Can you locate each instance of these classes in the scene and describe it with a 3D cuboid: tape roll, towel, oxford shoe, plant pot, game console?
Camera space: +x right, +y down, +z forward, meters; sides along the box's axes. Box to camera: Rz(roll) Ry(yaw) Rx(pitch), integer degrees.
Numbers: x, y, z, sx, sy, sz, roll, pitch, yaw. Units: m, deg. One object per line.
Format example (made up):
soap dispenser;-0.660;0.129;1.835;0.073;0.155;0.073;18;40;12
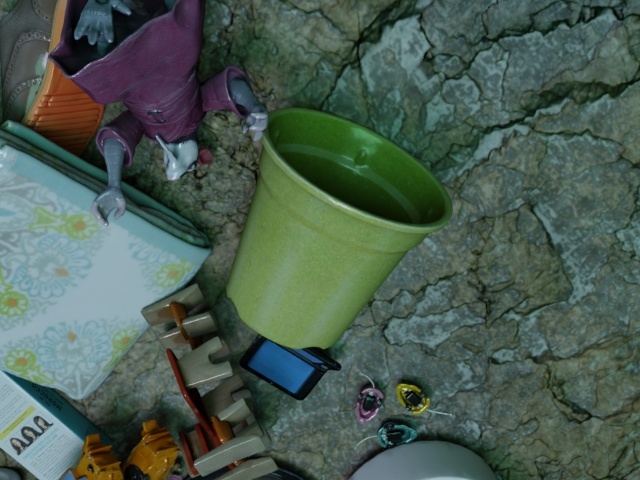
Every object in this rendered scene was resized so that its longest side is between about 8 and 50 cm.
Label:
tape roll;0.165;0.463;1.439;0.286;0.100;0.286;-4;113;-9
towel;-0.380;0.039;1.247;0.374;0.090;0.320;32;108;-37
oxford shoe;-0.369;-0.222;1.219;0.132;0.130;0.364;36;113;20
plant pot;0.000;0.000;1.234;0.276;0.276;0.254;22;117;-9
game console;-0.046;0.189;1.376;0.122;0.107;0.071;32;75;-13

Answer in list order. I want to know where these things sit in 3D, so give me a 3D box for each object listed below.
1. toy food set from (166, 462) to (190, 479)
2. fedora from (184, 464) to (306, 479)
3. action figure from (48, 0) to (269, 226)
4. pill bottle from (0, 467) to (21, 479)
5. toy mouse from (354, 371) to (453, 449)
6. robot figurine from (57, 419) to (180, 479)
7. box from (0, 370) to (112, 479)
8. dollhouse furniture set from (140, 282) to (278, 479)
toy food set;-0.240;0.391;1.422;0.019;0.078;0.122;29;95;-14
fedora;-0.128;0.519;1.434;0.334;0.152;0.334;-1;108;-2
action figure;-0.220;-0.202;1.136;0.248;0.370;0.276;-22;65;-7
pill bottle;-0.512;0.452;1.424;0.094;0.094;0.169;2;108;-3
toy mouse;0.101;0.274;1.428;0.161;0.031;0.143;38;102;-13
robot figurine;-0.335;0.396;1.371;0.211;0.085;0.291;-3;137;-47
box;-0.443;0.275;1.387;0.100;0.060;0.244;-41;105;10
dollhouse furniture set;-0.168;0.241;1.297;0.135;0.262;0.259;-24;145;-5
